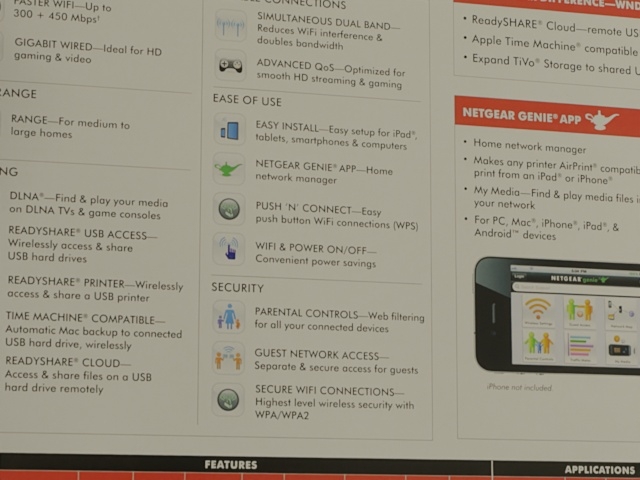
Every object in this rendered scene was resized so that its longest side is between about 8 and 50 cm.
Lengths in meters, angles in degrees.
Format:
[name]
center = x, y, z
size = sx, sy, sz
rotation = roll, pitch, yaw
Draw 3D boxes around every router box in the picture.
[router box]
center = 0.000, 0.000, 0.737
size = 0.082, 0.335, 0.301
rotation = 150, -58, -72
